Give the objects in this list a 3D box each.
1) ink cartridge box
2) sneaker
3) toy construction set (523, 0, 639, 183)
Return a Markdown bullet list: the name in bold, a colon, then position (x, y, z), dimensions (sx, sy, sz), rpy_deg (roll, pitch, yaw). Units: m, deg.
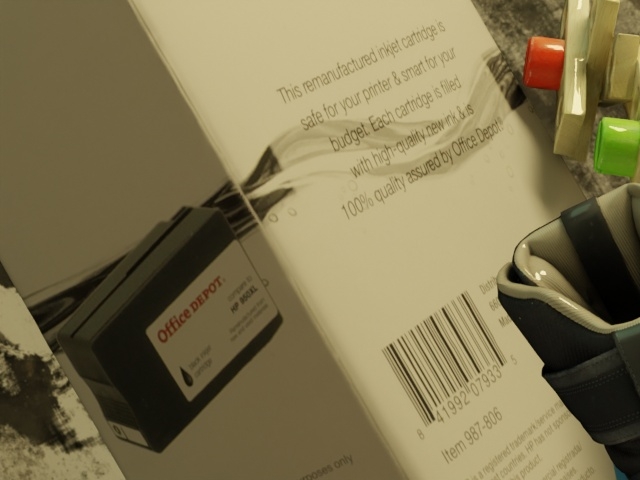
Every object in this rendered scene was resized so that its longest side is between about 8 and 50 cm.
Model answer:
- **ink cartridge box**: position (0.000, 0.000, 1.030), dimensions (0.166, 0.395, 0.285), rpy_deg (-30, 0, 35)
- **sneaker**: position (0.142, 0.054, 0.766), dimensions (0.086, 0.163, 0.226), rpy_deg (-32, -2, 8)
- **toy construction set**: position (0.262, -0.066, 1.015), dimensions (0.328, 0.215, 0.151), rpy_deg (2, -21, 14)
